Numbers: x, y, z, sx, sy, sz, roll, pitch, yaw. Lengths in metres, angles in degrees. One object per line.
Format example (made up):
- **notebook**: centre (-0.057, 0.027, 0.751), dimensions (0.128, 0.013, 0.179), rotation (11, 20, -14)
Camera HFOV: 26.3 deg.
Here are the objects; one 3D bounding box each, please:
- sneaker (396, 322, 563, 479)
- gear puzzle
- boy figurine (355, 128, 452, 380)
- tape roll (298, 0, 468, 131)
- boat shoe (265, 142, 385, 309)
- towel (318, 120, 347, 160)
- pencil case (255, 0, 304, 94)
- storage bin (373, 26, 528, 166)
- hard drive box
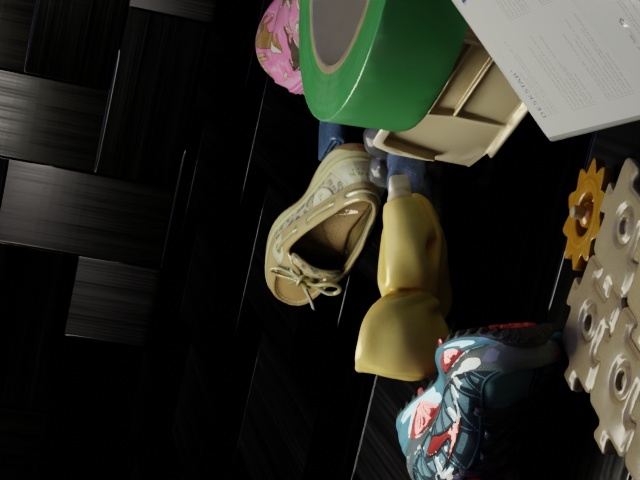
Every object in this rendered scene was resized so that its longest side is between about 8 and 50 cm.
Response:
- **sneaker**: centre (0.141, 0.156, 1.110), dimensions (0.262, 0.104, 0.125), rotation (109, 155, -59)
- **gear puzzle**: centre (0.224, 0.045, 0.948), dimensions (0.339, 0.044, 0.175), rotation (-104, 26, -64)
- **boy figurine**: centre (0.084, 0.023, 1.354), dimensions (0.177, 0.092, 0.285), rotation (77, -166, -54)
- **tape roll**: centre (0.057, -0.257, 1.191), dimensions (0.321, 0.077, 0.321), rotation (-174, 90, -75)
- **boat shoe**: centre (0.000, 0.000, 1.691), dimensions (0.285, 0.105, 0.089), rotation (117, 161, -46)
- **towel**: centre (0.020, -0.170, 1.885), dimensions (0.067, 0.029, 0.119), rotation (123, 154, -56)
- **pencil case**: centre (0.038, -0.293, 1.658), dimensions (0.160, 0.167, 0.386), rotation (63, 161, 2)
- **storage bin**: centre (0.140, -0.245, 1.291), dimensions (0.260, 0.123, 0.262), rotation (123, 153, -55)
- **hard drive box**: centre (0.186, -0.174, 0.936), dimensions (0.089, 0.181, 0.232), rotation (-38, 9, -14)
